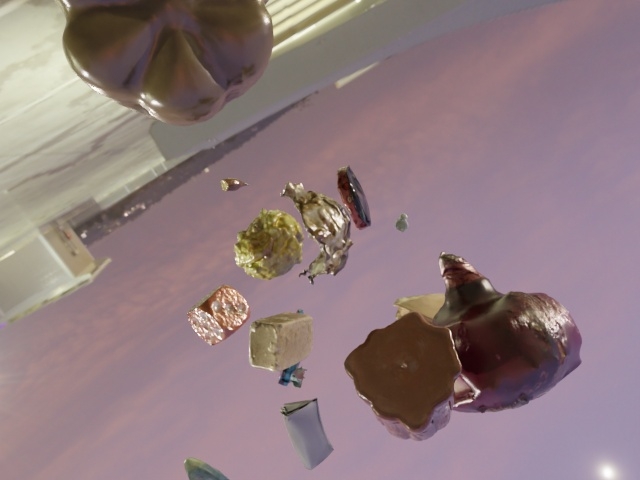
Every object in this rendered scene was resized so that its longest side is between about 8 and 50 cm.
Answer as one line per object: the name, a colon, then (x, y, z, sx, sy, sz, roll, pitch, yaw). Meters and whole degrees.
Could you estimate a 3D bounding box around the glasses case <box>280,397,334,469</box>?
glasses case: (-0.046, 0.632, 1.678, 0.128, 0.308, 0.083, -22, -146, -12)

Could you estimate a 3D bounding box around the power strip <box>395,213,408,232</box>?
power strip: (0.312, -0.065, 1.929, 0.055, 0.083, 0.035, 30, -135, 22)

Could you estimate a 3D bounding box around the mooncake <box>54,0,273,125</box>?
mooncake: (-0.318, -0.482, 1.069, 0.466, 0.467, 0.262, -33, -162, -8)

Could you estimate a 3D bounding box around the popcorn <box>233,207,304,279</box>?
popcorn: (-0.176, 0.010, 1.682, 0.249, 0.249, 0.225, -35, -129, -13)

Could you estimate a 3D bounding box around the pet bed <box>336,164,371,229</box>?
pet bed: (0.101, -0.132, 1.509, 0.053, 0.201, 0.201, -18, -162, 14)

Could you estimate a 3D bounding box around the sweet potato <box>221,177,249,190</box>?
sweet potato: (-0.311, -0.206, 1.845, 0.117, 0.050, 0.049, -6, 174, -43)

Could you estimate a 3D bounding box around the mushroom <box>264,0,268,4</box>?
mushroom: (-0.285, -0.802, 1.339, 0.355, 0.316, 0.315, 2, -167, -8)

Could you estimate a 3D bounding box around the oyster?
oyster: (0.004, 0.007, 1.050, 0.132, 0.198, 0.337, -10, 158, 1)

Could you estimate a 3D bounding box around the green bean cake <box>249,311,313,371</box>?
green bean cake: (-0.088, 0.231, 1.166, 0.085, 0.109, 0.179, 2, 180, 25)

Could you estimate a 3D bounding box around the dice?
dice: (-0.397, 0.287, 1.966, 0.175, 0.179, 0.174, -36, -174, 45)

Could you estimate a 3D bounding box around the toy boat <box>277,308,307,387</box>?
toy boat: (-0.078, 0.390, 1.834, 0.299, 0.092, 0.134, -76, -178, -46)

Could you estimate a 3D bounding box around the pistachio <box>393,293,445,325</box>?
pistachio: (0.404, 0.299, 1.792, 0.320, 0.229, 0.238, 11, 173, -9)

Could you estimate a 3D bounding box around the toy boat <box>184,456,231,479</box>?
toy boat: (-0.277, 0.720, 1.285, 0.215, 0.330, 0.123, -46, 178, -10)

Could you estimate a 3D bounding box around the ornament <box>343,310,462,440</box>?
ornament: (0.175, 0.298, 1.024, 0.221, 0.218, 0.236, -7, -127, 11)

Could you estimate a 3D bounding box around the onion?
onion: (0.417, 0.220, 1.290, 0.397, 0.421, 0.398, -18, 154, -9)
